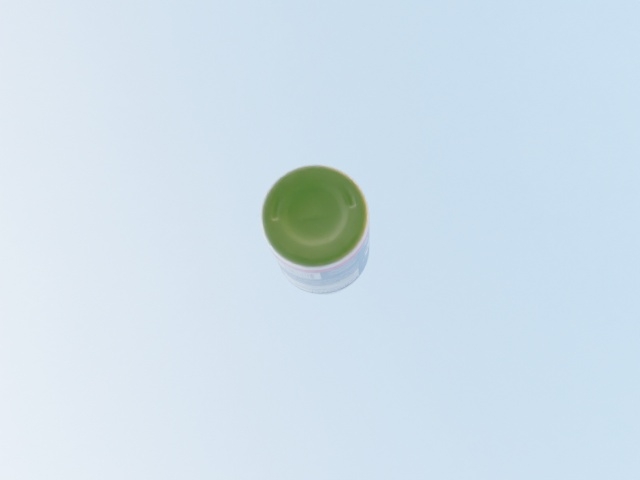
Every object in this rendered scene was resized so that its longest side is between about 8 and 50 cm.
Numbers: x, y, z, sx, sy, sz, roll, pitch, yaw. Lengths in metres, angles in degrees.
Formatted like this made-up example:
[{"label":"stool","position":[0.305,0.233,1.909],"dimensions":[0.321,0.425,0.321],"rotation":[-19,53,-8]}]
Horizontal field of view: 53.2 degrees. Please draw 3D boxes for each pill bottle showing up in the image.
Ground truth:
[{"label":"pill bottle","position":[0.000,0.000,0.693],"dimensions":[0.108,0.180,0.107],"rotation":[-1,-107,4]}]
